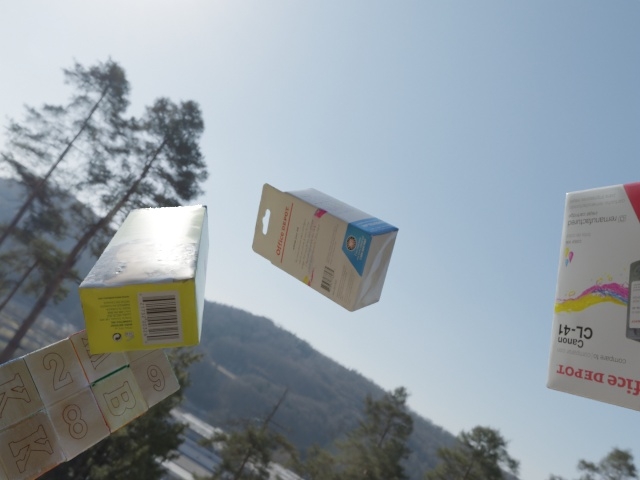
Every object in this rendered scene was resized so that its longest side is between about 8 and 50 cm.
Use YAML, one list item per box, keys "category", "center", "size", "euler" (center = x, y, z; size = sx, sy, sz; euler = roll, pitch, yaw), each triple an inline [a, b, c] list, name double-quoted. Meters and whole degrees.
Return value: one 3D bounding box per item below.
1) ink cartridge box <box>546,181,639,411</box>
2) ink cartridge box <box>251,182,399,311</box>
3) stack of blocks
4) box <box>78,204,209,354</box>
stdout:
- category: "ink cartridge box"
  center: [0.453, 0.078, 0.786]
  size: [0.131, 0.306, 0.226]
  euler: [12, -7, -22]
- category: "ink cartridge box"
  center: [0.000, 0.000, 0.722]
  size: [0.181, 0.104, 0.061]
  euler: [29, 27, 33]
- category: "stack of blocks"
  center: [-0.280, 0.157, 0.441]
  size: [0.171, 0.297, 0.087]
  euler: [-24, -91, 29]
- category: "box"
  center: [-0.148, 0.022, 0.522]
  size: [0.087, 0.058, 0.232]
  euler: [-4, 17, -9]
